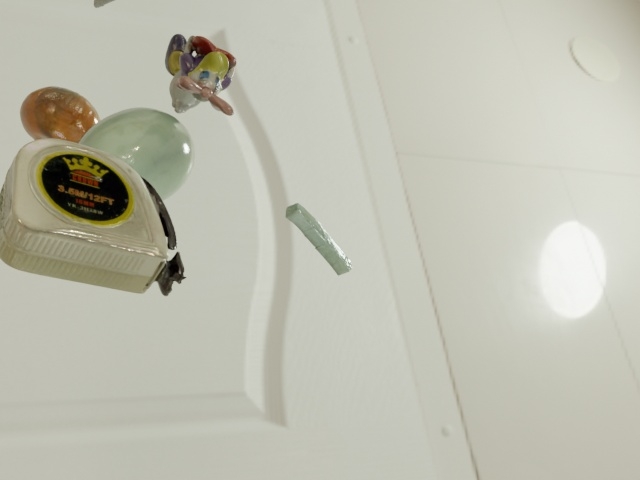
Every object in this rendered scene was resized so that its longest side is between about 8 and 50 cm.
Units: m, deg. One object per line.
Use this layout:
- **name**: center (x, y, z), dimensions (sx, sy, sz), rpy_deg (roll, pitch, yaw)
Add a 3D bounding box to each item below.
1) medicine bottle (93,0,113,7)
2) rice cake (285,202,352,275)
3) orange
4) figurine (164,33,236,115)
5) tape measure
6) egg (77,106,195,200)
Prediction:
- **medicine bottle**: center (-0.432, -0.576, 1.724), dimensions (0.221, 0.061, 0.092), rpy_deg (-5, -96, 43)
- **rice cake**: center (0.000, 0.000, 1.934), dimensions (0.045, 0.245, 0.042), rpy_deg (-21, -142, 27)
- **orange**: center (-0.765, -0.357, 2.340), dimensions (0.240, 0.240, 0.171), rpy_deg (-25, -143, 62)
- **figurine**: center (-0.304, -0.401, 1.945), dimensions (0.193, 0.154, 0.421), rpy_deg (-61, -156, -2)
- **tape measure**: center (-0.353, -0.038, 1.224), dimensions (0.133, 0.271, 0.231), rpy_deg (-53, -144, 36)
- **egg**: center (-0.430, -0.188, 1.820), dimensions (0.371, 0.230, 0.229), rpy_deg (-39, 145, -64)
